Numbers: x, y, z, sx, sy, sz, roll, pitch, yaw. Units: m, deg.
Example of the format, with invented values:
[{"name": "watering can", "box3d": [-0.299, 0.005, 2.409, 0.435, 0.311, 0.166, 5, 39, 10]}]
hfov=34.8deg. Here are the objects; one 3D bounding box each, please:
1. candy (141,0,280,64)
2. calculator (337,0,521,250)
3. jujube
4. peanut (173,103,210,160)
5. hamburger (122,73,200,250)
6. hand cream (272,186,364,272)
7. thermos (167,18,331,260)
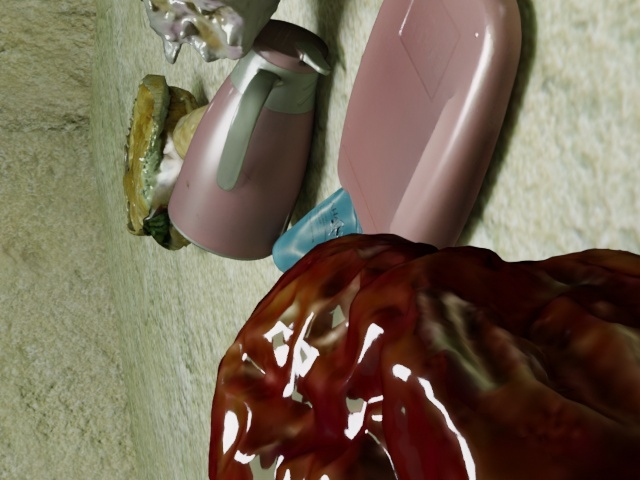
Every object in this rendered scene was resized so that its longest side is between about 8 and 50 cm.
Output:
[{"name": "candy", "box3d": [-0.110, -0.304, 1.050, 0.195, 0.137, 0.185, -64, -23, -20]}, {"name": "calculator", "box3d": [0.080, -0.110, 0.847, 0.220, 0.048, 0.330, -107, 26, -42]}, {"name": "jujube", "box3d": [0.091, 0.120, 0.495, 0.377, 0.276, 0.276, -136, 46, -65]}, {"name": "peanut", "box3d": [-0.139, -0.142, 1.408, 0.101, 0.117, 0.263, -70, 17, 1]}, {"name": "hamburger", "box3d": [-0.258, -0.128, 1.739, 0.285, 0.134, 0.265, 117, 153, -47]}, {"name": "hand cream", "box3d": [0.000, 0.000, 1.119, 0.224, 0.048, 0.083, 150, 117, -64]}, {"name": "thermos", "box3d": [-0.076, -0.116, 1.161, 0.176, 0.146, 0.265, -64, -2, -56]}]
